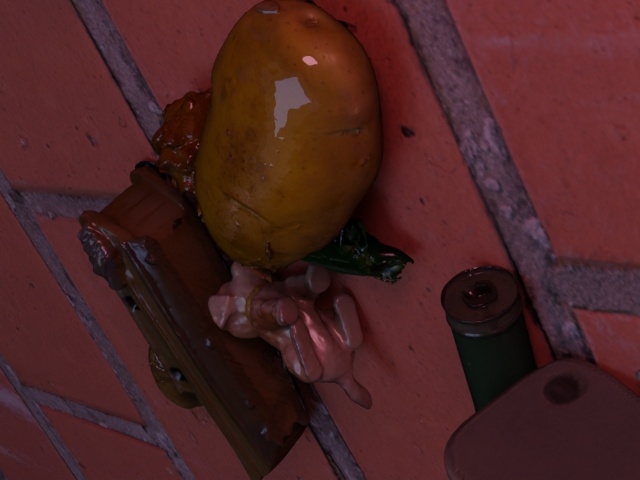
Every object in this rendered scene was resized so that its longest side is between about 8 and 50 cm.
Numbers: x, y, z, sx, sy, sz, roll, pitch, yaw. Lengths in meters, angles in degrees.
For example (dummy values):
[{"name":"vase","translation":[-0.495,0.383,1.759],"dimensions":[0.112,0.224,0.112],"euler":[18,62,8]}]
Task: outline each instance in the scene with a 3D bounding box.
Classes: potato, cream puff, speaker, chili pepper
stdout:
[{"name":"potato","translation":[-0.031,-0.086,1.223],"dimensions":[0.173,0.140,0.300],"euler":[31,139,9]},{"name":"cream puff","translation":[-0.121,-0.097,1.378],"dimensions":[0.094,0.122,0.116],"euler":[-16,74,51]},{"name":"potato","translation":[-0.181,0.163,1.793],"dimensions":[0.070,0.091,0.138],"euler":[38,154,44]},{"name":"speaker","translation":[0.296,0.296,1.154],"dimensions":[0.406,0.183,0.184],"euler":[40,158,43]},{"name":"chili pepper","translation":[0.001,-0.002,1.368],"dimensions":[0.224,0.061,0.098],"euler":[5,151,45]}]

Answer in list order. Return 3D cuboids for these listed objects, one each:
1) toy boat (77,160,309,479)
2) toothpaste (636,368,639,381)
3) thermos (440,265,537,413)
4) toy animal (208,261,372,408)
[{"name":"toy boat","translation":[-0.151,0.120,1.651],"dimensions":[0.162,0.136,0.445],"euler":[0,127,48]},{"name":"toothpaste","translation":[0.348,0.179,1.154],"dimensions":[0.197,0.029,0.048],"euler":[47,151,8]},{"name":"thermos","translation":[0.164,0.116,1.279],"dimensions":[0.083,0.073,0.188],"euler":[19,141,39]},{"name":"toy animal","translation":[-0.037,0.109,1.518],"dimensions":[0.185,0.104,0.184],"euler":[2,127,48]}]
